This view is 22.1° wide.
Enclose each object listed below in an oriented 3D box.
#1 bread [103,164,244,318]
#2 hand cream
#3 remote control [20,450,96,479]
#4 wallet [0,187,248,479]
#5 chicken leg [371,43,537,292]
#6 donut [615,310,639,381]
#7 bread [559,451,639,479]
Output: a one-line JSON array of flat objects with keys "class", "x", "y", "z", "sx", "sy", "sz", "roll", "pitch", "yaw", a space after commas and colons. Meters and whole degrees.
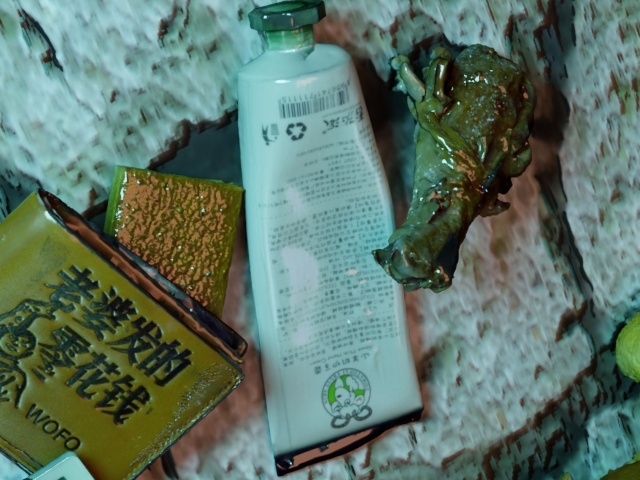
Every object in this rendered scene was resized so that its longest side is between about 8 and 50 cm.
[{"class": "bread", "x": -0.103, "y": 0.002, "z": 1.109, "sx": 0.090, "sy": 0.035, "sz": 0.094, "roll": 8, "pitch": 95, "yaw": -24}, {"class": "hand cream", "x": 0.000, "y": 0.000, "z": 1.146, "sx": 0.121, "sy": 0.076, "sz": 0.336, "roll": -14, "pitch": 110, "yaw": -16}, {"class": "remote control", "x": -0.218, "y": 0.202, "z": 1.077, "sx": 0.166, "sy": 0.029, "sz": 0.065, "roll": -33, "pitch": 113, "yaw": -3}, {"class": "wallet", "x": -0.163, "y": 0.076, "z": 1.068, "sx": 0.161, "sy": 0.042, "sz": 0.195, "roll": -44, "pitch": 115, "yaw": 9}, {"class": "chicken leg", "x": 0.092, "y": -0.048, "z": 1.146, "sx": 0.125, "sy": 0.080, "sz": 0.196, "roll": 27, "pitch": 65, "yaw": -40}, {"class": "donut", "x": 0.294, "y": 0.126, "z": 1.247, "sx": 0.078, "sy": 0.146, "sz": 0.181, "roll": -29, "pitch": 111, "yaw": -3}, {"class": "bread", "x": 0.183, "y": 0.312, "z": 1.222, "sx": 0.344, "sy": 0.149, "sz": 0.195, "roll": -45, "pitch": 117, "yaw": -15}]
